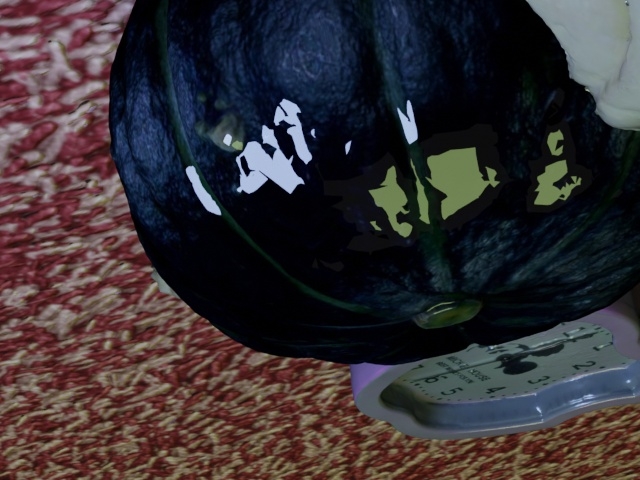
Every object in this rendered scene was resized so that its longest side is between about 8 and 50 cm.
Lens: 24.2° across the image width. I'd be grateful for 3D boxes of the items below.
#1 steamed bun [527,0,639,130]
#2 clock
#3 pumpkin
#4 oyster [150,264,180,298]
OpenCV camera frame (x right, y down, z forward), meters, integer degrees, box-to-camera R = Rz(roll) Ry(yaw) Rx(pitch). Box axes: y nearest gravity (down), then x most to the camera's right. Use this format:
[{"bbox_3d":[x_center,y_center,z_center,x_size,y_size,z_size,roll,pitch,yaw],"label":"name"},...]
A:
[{"bbox_3d":[0.195,-0.190,0.631,0.352,0.339,0.247,22,172,-39],"label":"steamed bun"},{"bbox_3d":[0.193,0.091,1.451,0.338,0.102,0.338,-6,155,-3],"label":"clock"},{"bbox_3d":[0.061,-0.078,0.875,0.363,0.266,0.363,-9,155,-4],"label":"pumpkin"},{"bbox_3d":[-0.044,0.039,1.323,0.209,0.072,0.133,5,150,-19],"label":"oyster"}]
